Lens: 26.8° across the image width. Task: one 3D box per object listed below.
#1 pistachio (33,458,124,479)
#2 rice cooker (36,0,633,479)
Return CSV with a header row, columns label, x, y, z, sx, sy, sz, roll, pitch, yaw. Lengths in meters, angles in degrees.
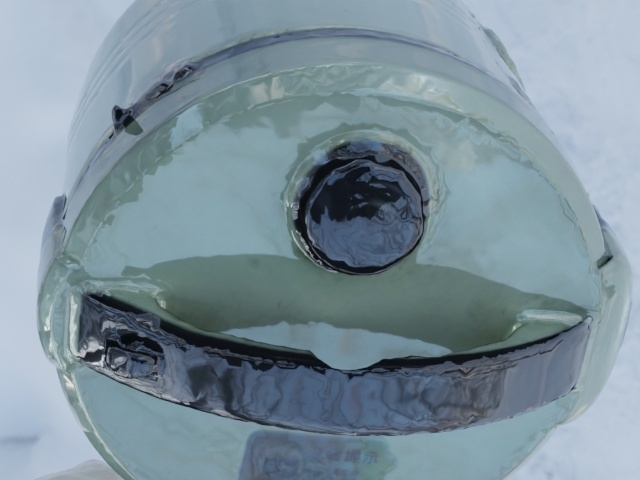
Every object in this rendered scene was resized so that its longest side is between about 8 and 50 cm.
label,x,y,z,sx,sy,sz,roll,pitch,yaw
pistachio,-0.136,0.196,0.680,0.157,0.229,0.157,-1,101,-3
rice cooker,0.000,0.000,0.559,0.226,0.244,0.226,-3,115,-7
